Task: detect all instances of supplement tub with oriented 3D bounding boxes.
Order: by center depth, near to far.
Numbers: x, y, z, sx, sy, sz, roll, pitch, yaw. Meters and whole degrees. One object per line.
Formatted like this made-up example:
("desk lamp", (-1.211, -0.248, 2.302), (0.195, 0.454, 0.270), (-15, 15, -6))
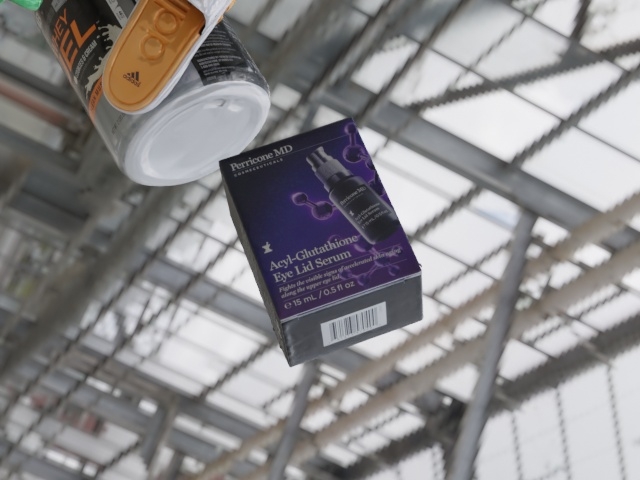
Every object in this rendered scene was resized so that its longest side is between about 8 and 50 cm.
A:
("supplement tub", (-0.208, -0.234, 1.788), (0.193, 0.193, 0.316), (-52, -122, 37))

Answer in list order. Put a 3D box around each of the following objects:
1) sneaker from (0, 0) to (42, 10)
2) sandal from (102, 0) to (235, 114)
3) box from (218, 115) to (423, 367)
("sneaker", (-0.340, -0.243, 1.321), (0.295, 0.109, 0.124), (7, -96, 36))
("sandal", (-0.145, -0.242, 1.568), (0.265, 0.102, 0.076), (-61, 171, 11))
("box", (0.000, 0.000, 1.593), (0.108, 0.153, 0.207), (82, -14, -60))
